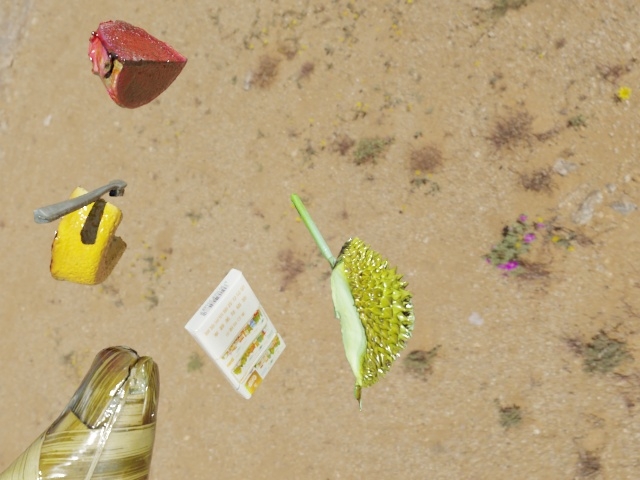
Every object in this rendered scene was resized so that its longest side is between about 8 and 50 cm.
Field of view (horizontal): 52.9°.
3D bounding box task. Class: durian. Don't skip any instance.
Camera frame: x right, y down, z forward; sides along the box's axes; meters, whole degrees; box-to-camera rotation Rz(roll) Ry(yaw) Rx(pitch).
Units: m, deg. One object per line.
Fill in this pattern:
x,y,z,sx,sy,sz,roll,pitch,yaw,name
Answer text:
0.076,0.096,0.825,0.095,0.137,0.221,8,121,20,durian

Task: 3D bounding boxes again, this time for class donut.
-0.458,0.018,1.260,0.259,0.101,0.152,125,168,-66,donut

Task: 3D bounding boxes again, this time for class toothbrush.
-0.404,-0.068,1.106,0.030,0.297,0.031,14,106,4,toothbrush

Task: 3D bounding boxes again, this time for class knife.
-0.001,0.000,0.940,0.015,0.054,0.212,-29,55,-2,knife

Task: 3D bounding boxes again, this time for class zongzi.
-0.394,0.300,0.961,0.134,0.288,0.286,5,88,64,zongzi

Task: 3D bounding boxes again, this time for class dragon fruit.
-0.433,-0.392,1.447,0.162,0.261,0.190,14,108,15,dragon fruit

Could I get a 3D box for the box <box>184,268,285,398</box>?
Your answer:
-0.132,0.159,1.056,0.032,0.220,0.122,18,59,32,box
